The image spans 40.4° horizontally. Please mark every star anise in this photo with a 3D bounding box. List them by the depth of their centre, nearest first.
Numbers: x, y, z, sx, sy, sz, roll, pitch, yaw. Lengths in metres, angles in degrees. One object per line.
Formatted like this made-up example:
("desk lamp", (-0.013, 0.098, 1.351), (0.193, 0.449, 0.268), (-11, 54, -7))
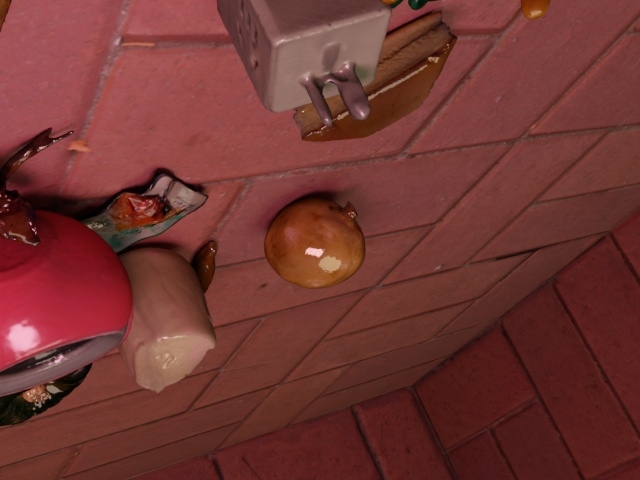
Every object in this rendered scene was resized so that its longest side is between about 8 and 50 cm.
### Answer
("star anise", (-0.401, -0.088, 1.092), (0.140, 0.144, 0.158), (19, 151, 9))

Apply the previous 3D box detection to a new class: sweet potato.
("sweet potato", (-0.244, 0.086, 1.680), (0.057, 0.057, 0.265), (-8, 149, -39))

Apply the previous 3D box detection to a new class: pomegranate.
("pomegranate", (0.000, 0.000, 1.599), (0.196, 0.196, 0.196), (-22, 159, -9))

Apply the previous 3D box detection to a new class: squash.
("squash", (-0.518, 0.210, 1.497), (0.252, 0.165, 0.252), (-25, 161, -9))

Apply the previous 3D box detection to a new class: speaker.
("speaker", (-0.410, 0.100, 1.217), (0.294, 0.294, 0.294), (-22, 159, -9))

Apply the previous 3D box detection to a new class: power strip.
("power strip", (-0.012, -0.229, 0.940), (0.139, 0.224, 0.140), (-19, 158, -16))

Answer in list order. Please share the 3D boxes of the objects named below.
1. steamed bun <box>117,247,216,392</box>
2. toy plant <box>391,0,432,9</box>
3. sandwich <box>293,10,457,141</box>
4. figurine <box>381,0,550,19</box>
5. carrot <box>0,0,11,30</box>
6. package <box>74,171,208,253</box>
("steamed bun", (-0.274, 0.133, 1.508), (0.170, 0.226, 0.200), (-13, 155, -30))
("toy plant", (0.145, -0.352, 0.976), (0.232, 0.112, 0.243), (-26, 156, -51))
("sandwich", (0.078, -0.224, 1.244), (0.258, 0.094, 0.096), (-29, 158, 4))
("figurine", (0.101, -0.385, 0.646), (0.401, 0.268, 0.387), (-36, 146, -3))
("carrot", (-0.359, -0.184, 0.880), (0.078, 0.078, 0.298), (-14, 161, -29))
("package", (-0.296, -0.030, 1.360), (0.231, 0.040, 0.166), (-28, 160, 9))
